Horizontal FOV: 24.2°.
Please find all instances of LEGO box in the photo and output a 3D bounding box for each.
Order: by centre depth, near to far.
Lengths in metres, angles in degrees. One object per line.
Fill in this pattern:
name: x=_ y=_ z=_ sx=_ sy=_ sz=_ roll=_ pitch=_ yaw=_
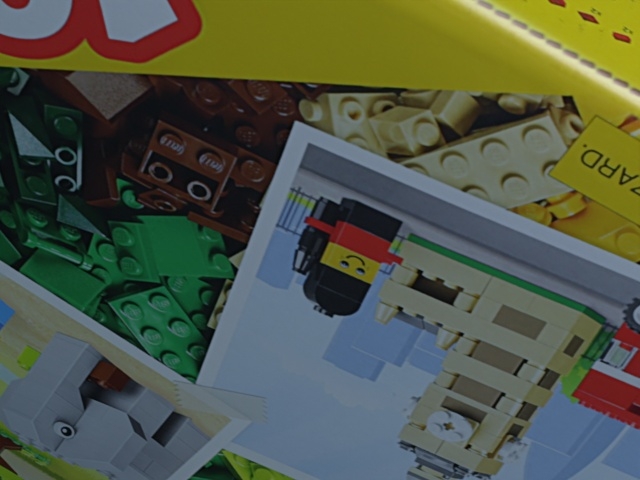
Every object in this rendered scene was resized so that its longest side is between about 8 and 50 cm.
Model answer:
LEGO box: x=0.000 y=0.000 z=0.540 sx=0.500 sy=0.372 sz=0.193 roll=28 pitch=45 yaw=-6
